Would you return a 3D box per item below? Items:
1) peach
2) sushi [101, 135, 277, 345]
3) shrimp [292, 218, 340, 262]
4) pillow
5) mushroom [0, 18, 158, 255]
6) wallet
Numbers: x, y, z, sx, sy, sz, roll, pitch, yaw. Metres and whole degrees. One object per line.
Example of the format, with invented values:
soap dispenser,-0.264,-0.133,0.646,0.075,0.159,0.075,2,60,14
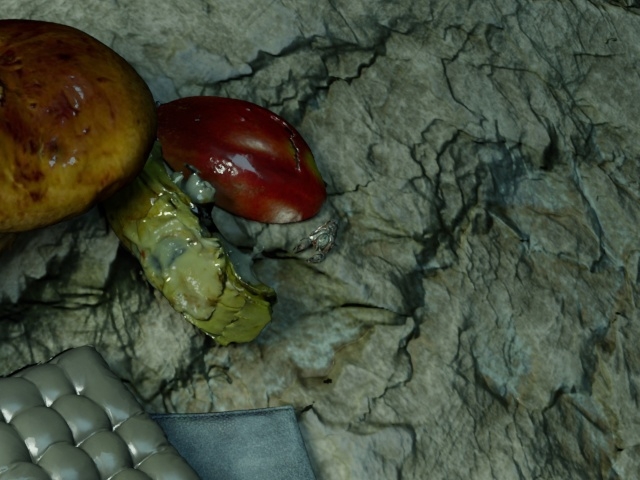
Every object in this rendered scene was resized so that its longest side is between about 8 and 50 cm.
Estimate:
peach,-0.105,-0.128,1.830,0.279,0.068,0.189,20,47,-18
sushi,-0.153,-0.010,1.665,0.131,0.139,0.291,-18,67,-48
shrimp,0.001,0.004,1.826,0.092,0.029,0.038,-36,89,-38
pillow,-0.245,0.251,1.402,0.228,0.101,0.326,-17,56,-42
mushroom,-0.367,-0.102,1.560,0.345,0.260,0.345,6,28,-3
wallet,-0.102,0.266,1.559,0.222,0.036,0.167,-1,57,-35
